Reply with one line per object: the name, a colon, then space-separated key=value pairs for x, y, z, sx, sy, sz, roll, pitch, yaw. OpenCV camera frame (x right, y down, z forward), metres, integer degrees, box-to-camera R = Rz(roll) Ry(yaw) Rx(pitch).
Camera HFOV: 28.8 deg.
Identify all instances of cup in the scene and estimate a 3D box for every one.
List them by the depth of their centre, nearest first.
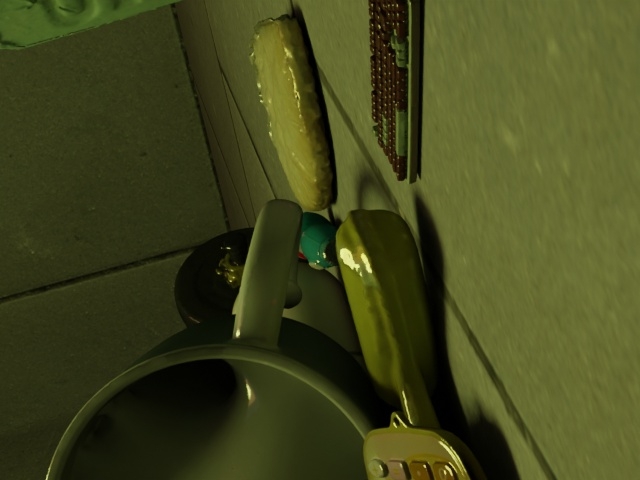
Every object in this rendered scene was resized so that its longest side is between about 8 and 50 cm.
cup: x=-0.057 y=0.141 z=1.015 sx=0.274 sy=0.259 sz=0.356 roll=-61 pitch=-20 yaw=-86

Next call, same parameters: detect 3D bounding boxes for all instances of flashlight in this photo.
flashlight: x=0.000 y=0.000 z=1.221 sx=0.129 sy=0.051 sz=0.051 roll=-155 pitch=49 yaw=-75

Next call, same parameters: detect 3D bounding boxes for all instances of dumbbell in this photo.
dumbbell: x=-0.075 y=0.145 z=1.620 sx=0.185 sy=0.185 sz=0.388 roll=-113 pitch=9 yaw=-49

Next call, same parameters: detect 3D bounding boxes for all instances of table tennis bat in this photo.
table tennis bat: x=0.068 y=0.117 z=0.916 sx=0.224 sy=0.054 sz=0.368 roll=-110 pitch=3 yaw=-48

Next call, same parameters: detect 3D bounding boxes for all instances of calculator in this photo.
calculator: x=0.093 y=0.220 z=0.807 sx=0.157 sy=0.033 sz=0.236 roll=-16 pitch=94 yaw=65

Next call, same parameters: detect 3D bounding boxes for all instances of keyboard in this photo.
keyboard: x=0.042 y=-0.100 z=0.728 sx=0.166 sy=0.017 sz=0.055 roll=84 pitch=168 yaw=-57

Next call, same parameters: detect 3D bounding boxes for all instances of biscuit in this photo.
biscuit: x=-0.029 y=-0.127 z=1.192 sx=0.265 sy=0.040 sz=0.188 roll=83 pitch=167 yaw=-55

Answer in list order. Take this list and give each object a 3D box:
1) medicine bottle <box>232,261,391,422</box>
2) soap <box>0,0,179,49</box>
medicine bottle: x=0.004 y=0.184 z=1.245 sx=0.130 sy=0.130 sz=0.341 roll=92 pitch=162 yaw=-70
soap: x=-0.148 y=-0.239 z=0.951 sx=0.150 sy=0.261 sz=0.094 roll=89 pitch=161 yaw=-68
